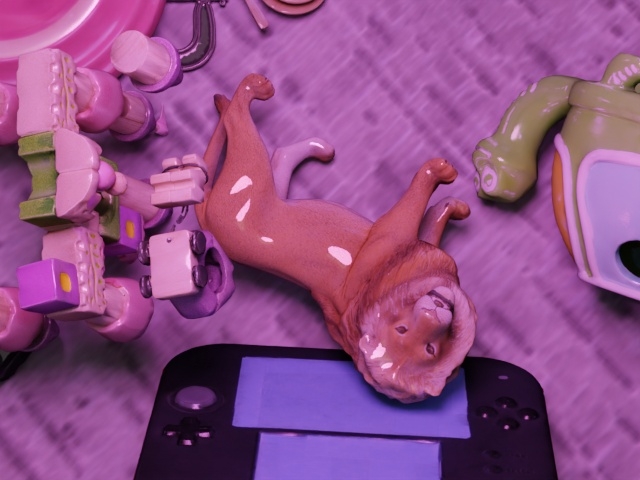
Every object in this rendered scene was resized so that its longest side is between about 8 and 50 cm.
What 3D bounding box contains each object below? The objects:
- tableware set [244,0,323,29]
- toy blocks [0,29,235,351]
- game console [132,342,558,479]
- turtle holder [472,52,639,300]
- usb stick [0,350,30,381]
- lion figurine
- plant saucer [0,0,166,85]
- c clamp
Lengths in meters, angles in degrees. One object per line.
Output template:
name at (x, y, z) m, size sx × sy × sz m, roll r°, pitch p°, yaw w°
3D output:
tableware set at (-0.056, -0.337, 1.844) m, size 0.128 × 0.039 × 0.194 m, roll -29°, pitch 79°, yaw -18°
toy blocks at (-0.199, -0.037, 1.677) m, size 0.309 × 0.260 × 0.289 m, roll -10°, pitch 75°, yaw 23°
game console at (0.027, 0.194, 1.602) m, size 0.386 × 0.342 × 0.060 m, roll 2°, pitch 109°, yaw 2°
turtle holder at (0.323, -0.059, 1.691) m, size 0.320 × 0.243 × 0.227 m, roll 17°, pitch 95°, yaw -5°
usb stick at (-0.419, 0.044, 1.774) m, size 0.278 × 0.045 × 0.077 m, roll 37°, pitch 88°, yaw 8°
lion figurine at (0.000, 0.000, 1.709) m, size 0.392 × 0.142 × 0.240 m, roll 23°, pitch 67°, yaw 23°
plant saucer at (-0.330, -0.301, 1.816) m, size 0.332 × 0.084 × 0.332 m, roll -1°, pitch 77°, yaw 6°
c clamp at (-0.177, -0.249, 1.851) m, size 0.160 × 0.022 × 0.137 m, roll -6°, pitch 82°, yaw -2°
